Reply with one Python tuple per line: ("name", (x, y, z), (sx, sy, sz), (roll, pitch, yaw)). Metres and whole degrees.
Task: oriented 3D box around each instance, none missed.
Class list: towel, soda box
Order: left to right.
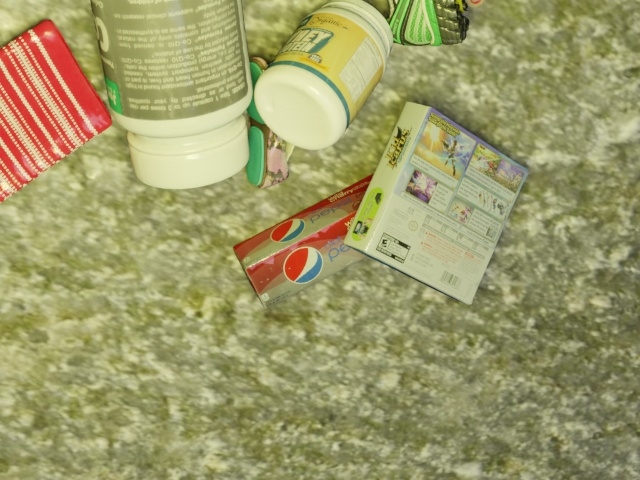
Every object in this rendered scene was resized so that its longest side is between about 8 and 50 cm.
("towel", (-0.439, -0.160, 1.782), (0.275, 0.031, 0.199), (-39, 130, -17))
("soda box", (0.000, 0.000, 2.041), (0.263, 0.083, 0.092), (-27, 121, -6))

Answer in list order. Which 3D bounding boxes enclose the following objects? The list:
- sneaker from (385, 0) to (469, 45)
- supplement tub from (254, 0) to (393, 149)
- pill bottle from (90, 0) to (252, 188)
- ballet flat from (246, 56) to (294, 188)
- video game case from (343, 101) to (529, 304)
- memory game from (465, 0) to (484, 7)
("sneaker", (0.111, -0.439, 1.829), (0.146, 0.134, 0.344), (-6, 109, 18))
("supplement tub", (0.008, -0.244, 1.839), (0.144, 0.144, 0.200), (58, 49, -32))
("pill bottle", (-0.203, -0.268, 1.762), (0.204, 0.204, 0.361), (-13, 119, -13))
("ballet flat", (-0.074, -0.184, 1.936), (0.079, 0.077, 0.222), (-21, 128, -30))
("video game case", (0.188, -0.055, 2.024), (0.269, 0.061, 0.244), (27, 87, -41))
("memory game", (0.208, -0.432, 1.936), (0.186, 0.012, 0.186), (-8, 118, -16))
